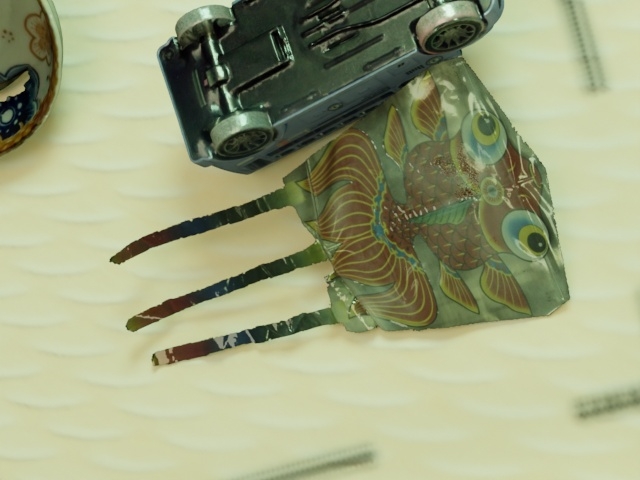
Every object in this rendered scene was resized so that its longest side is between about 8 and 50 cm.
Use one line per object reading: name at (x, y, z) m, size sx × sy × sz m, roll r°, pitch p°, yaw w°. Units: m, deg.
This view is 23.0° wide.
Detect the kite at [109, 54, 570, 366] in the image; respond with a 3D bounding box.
kite at (0.001, -0.001, 0.747) m, size 0.229 × 0.016 × 0.127 m, roll -16°, pitch 99°, yaw 23°

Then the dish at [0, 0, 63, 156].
dish at (-0.195, -0.118, 0.837) m, size 0.141 × 0.078 × 0.141 m, roll 5°, pitch 119°, yaw 8°

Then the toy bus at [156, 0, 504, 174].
toy bus at (0.010, -0.095, 0.740) m, size 0.167 × 0.076 × 0.073 m, roll -25°, pitch 70°, yaw 20°
